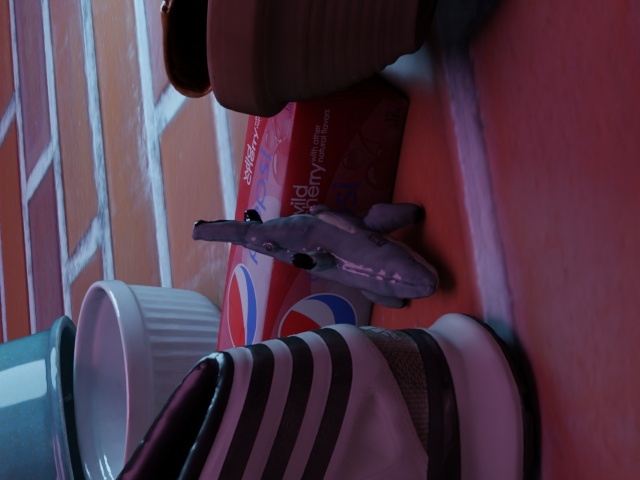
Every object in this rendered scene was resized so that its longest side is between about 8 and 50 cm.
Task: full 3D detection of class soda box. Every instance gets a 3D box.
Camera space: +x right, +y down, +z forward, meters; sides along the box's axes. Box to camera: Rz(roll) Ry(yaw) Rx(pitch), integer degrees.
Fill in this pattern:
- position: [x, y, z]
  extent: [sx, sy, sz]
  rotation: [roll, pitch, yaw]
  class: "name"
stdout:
- position: [-0.012, 0.008, 1.073]
  extent: [0.092, 0.083, 0.263]
  rotation: [-132, 45, -59]
  class: "soda box"

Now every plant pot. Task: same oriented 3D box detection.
- position: [-0.391, 0.273, 1.541]
  extent: [0.341, 0.334, 0.341]
  rotation: [170, 90, -87]
  class: "plant pot"
- position: [0.019, -0.182, 0.903]
  extent: [0.237, 0.110, 0.237]
  rotation: [13, -90, -82]
  class: "plant pot"

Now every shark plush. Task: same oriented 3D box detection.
- position: [0.000, 0.000, 0.974]
  extent: [0.067, 0.161, 0.073]
  rotation: [-61, -7, -68]
  class: "shark plush"

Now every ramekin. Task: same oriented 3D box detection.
- position: [-0.151, 0.138, 1.383]
  extent: [0.207, 0.109, 0.207]
  rotation: [180, 90, -67]
  class: "ramekin"

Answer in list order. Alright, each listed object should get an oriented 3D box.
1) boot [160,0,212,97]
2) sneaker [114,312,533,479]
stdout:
- position: [-0.040, -0.256, 1.018]
  extent: [0.211, 0.104, 0.295]
  rotation: [-85, 11, -58]
  class: "boot"
- position: [-0.026, 0.266, 0.878]
  extent: [0.169, 0.257, 0.447]
  rotation: [-168, 78, -67]
  class: "sneaker"
